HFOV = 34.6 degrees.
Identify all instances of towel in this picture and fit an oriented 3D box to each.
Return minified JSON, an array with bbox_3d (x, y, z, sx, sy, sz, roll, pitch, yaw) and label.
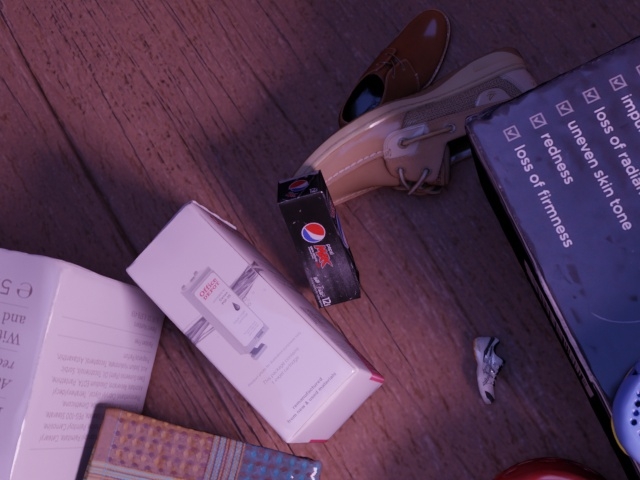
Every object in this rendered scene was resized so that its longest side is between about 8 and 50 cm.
[{"bbox_3d":[-0.169,0.400,1.164,0.271,0.040,0.370,16,80,-6],"label":"towel"}]

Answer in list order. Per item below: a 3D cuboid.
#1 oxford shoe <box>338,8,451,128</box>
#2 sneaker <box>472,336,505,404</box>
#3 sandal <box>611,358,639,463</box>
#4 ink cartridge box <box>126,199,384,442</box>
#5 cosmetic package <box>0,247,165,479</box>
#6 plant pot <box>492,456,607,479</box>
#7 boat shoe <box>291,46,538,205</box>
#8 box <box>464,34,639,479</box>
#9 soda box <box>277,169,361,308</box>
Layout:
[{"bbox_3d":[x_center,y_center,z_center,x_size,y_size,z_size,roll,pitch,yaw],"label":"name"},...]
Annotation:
[{"bbox_3d":[0.099,-0.218,1.336,0.076,0.076,0.212,34,85,18],"label":"oxford shoe"},{"bbox_3d":[0.209,0.157,1.258,0.037,0.032,0.083,-8,78,10],"label":"sneaker"},{"bbox_3d":[0.398,0.103,0.877,0.317,0.138,0.126,-27,78,7],"label":"sandal"},{"bbox_3d":[-0.072,0.103,1.236,0.117,0.207,0.283,-46,73,1],"label":"ink cartridge box"},{"bbox_3d":[-0.423,0.208,1.226,0.329,0.327,0.393,10,82,13],"label":"cosmetic package"},{"bbox_3d":[0.260,0.336,1.140,0.191,0.174,0.191,-2,77,9],"label":"plant pot"},{"bbox_3d":[0.122,-0.115,1.285,0.341,0.121,0.110,-29,74,3],"label":"boat shoe"},{"bbox_3d":[0.472,0.006,1.097,0.472,0.297,0.480,-26,76,8],"label":"box"},{"bbox_3d":[0.000,0.000,1.268,0.060,0.169,0.053,-15,34,9],"label":"soda box"}]
